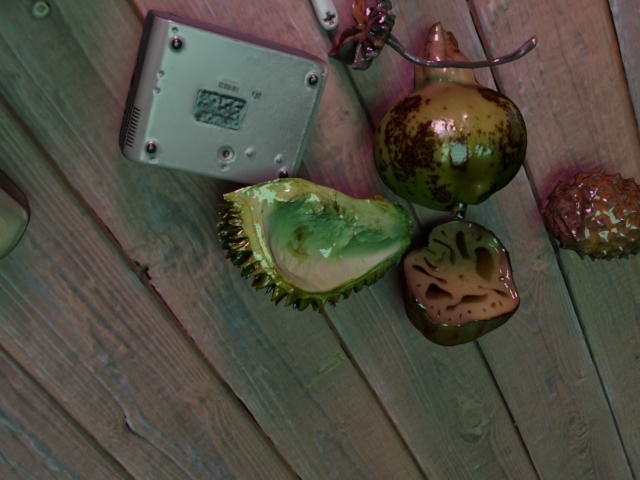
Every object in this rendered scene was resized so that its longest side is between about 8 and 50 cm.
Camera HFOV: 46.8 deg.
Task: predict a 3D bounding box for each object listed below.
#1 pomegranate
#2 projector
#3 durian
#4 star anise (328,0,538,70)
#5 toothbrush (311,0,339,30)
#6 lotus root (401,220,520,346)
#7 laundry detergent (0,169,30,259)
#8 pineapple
[{"bbox_3d":[0.198,-0.180,1.120,0.222,0.204,0.276,-3,114,-19],"label":"pomegranate"},{"bbox_3d":[-0.136,-0.189,1.036,0.251,0.108,0.198,10,111,-26],"label":"projector"},{"bbox_3d":[-0.006,-0.003,1.155,0.395,0.163,0.198,5,104,-36],"label":"durian"},{"bbox_3d":[0.153,-0.292,1.066,0.228,0.218,0.148,19,69,-23],"label":"star anise"},{"bbox_3d":[-0.049,-0.456,0.984,0.040,0.040,0.386,-30,122,-7],"label":"toothbrush"},{"bbox_3d":[0.225,0.087,1.298,0.188,0.199,0.180,-5,155,-9],"label":"lotus root"},{"bbox_3d":[-0.526,-0.009,0.973,0.253,0.091,0.181,-39,122,-1],"label":"laundry detergent"},{"bbox_3d":[0.586,-0.038,1.371,0.361,0.175,0.175,6,111,-24],"label":"pineapple"}]
